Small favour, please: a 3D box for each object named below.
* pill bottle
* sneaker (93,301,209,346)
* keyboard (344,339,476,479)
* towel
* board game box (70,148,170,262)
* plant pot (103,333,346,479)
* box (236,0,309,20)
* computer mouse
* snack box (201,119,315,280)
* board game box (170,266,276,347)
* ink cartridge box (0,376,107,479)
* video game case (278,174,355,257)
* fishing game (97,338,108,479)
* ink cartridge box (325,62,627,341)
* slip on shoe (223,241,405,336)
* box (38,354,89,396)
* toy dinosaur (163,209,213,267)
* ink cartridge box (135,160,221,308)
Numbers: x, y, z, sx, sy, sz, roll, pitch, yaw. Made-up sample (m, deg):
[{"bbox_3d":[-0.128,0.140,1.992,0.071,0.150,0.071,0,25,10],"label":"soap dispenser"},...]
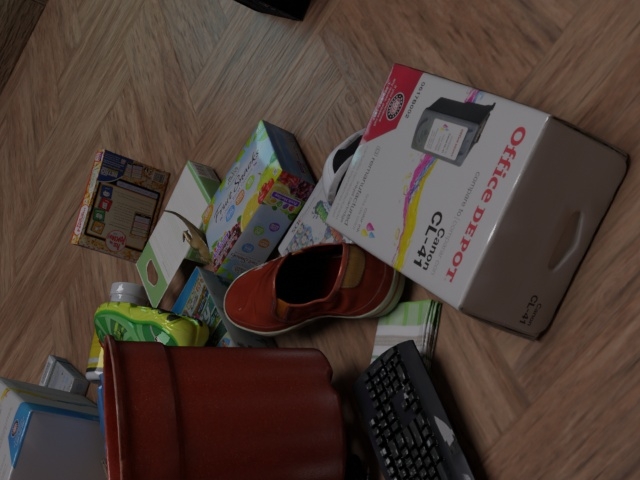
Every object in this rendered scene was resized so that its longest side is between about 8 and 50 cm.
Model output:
[{"bbox_3d":[-0.364,0.174,1.810,0.103,0.103,0.184,-18,59,52],"label":"pill bottle"},{"bbox_3d":[-0.276,0.162,1.502,0.295,0.109,0.123,-1,71,58],"label":"sneaker"},{"bbox_3d":[0.094,0.282,1.104,0.201,0.033,0.317,-56,38,33],"label":"keyboard"},{"bbox_3d":[0.093,0.147,1.210,0.113,0.023,0.152,-9,66,54],"label":"towel"},{"bbox_3d":[-0.393,-0.065,1.944,0.045,0.147,0.193,2,74,57],"label":"board game box"},{"bbox_3d":[-0.121,0.240,1.205,0.272,0.265,0.272,177,90,-74],"label":"plant pot"},{"bbox_3d":[-0.092,-0.488,1.754,0.207,0.108,0.153,30,99,57],"label":"box"},{"bbox_3d":[0.050,-0.120,1.286,0.193,0.042,0.106,-47,-24,-37],"label":"computer mouse"},{"bbox_3d":[-0.104,-0.061,1.570,0.207,0.070,0.174,-54,30,22],"label":"snack box"},{"bbox_3d":[-0.162,0.217,1.492,0.224,0.098,0.303,-59,33,17],"label":"board game box"},{"bbox_3d":[-0.513,0.391,1.830,0.270,0.197,0.198,12,84,58],"label":"ink cartridge box"},{"bbox_3d":[0.000,0.000,1.435,0.143,0.019,0.157,-58,34,20],"label":"video game case"},{"bbox_3d":[-0.336,0.305,1.636,0.189,0.041,0.264,-142,51,-58],"label":"fishing game"},{"bbox_3d":[0.161,-0.056,1.120,0.306,0.131,0.226,35,103,59],"label":"ink cartridge box"},{"bbox_3d":[-0.033,0.058,1.331,0.331,0.101,0.123,-11,60,50],"label":"slip on shoe"},{"bbox_3d":[-0.551,0.334,2.070,0.186,0.038,0.145,17,88,59],"label":"box"},{"bbox_3d":[-0.196,0.002,1.636,0.053,0.183,0.092,-33,22,-6],"label":"toy dinosaur"},{"bbox_3d":[-0.247,-0.005,1.778,0.235,0.056,0.171,-62,32,18],"label":"ink cartridge box"}]
